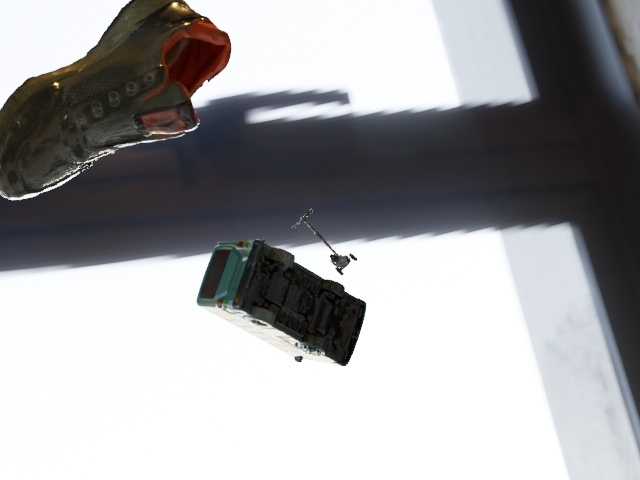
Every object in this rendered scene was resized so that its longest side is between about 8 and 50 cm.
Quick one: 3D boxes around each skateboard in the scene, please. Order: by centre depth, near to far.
[{"bbox_3d":[0.000,0.000,1.935,0.032,0.083,0.064,-45,-18,7],"label":"skateboard"}]

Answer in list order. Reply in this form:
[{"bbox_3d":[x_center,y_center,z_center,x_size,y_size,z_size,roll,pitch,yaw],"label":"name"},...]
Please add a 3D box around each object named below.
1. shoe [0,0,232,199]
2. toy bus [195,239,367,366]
[{"bbox_3d":[-0.220,-0.147,1.910,0.336,0.171,0.132,-45,-41,-26],"label":"shoe"},{"bbox_3d":[-0.038,0.063,1.670,0.160,0.079,0.092,31,-19,-38],"label":"toy bus"}]
